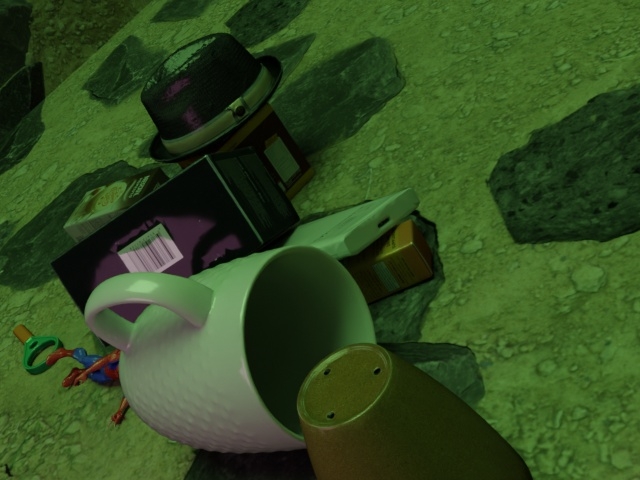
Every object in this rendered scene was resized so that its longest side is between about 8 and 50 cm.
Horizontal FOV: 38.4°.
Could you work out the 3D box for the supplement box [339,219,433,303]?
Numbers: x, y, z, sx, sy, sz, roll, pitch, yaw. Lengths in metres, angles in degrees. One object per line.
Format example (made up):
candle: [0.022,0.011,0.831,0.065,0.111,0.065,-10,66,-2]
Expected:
supplement box: [0.064,0.055,1.509,0.233,0.080,0.078,-27,29,19]

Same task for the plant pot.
plant pot: [0.088,0.243,1.046,0.237,0.254,0.237,-24,33,16]

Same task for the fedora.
fedora: [-0.246,-0.312,1.871,0.334,0.152,0.334,-26,29,16]

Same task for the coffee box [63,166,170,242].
coffee box: [-0.470,-0.071,2.190,0.246,0.098,0.141,-15,36,30]

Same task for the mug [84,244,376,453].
mug: [-0.159,0.149,1.309,0.328,0.374,0.276,-16,52,39]

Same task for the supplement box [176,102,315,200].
supplement box: [-0.154,-0.154,1.902,0.191,0.194,0.129,-47,32,-21]

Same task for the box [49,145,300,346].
box: [-0.245,-0.001,1.651,0.343,0.179,0.312,-33,3,13]

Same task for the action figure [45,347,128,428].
action figure: [-0.416,0.260,1.681,0.280,0.091,0.139,-8,33,39]

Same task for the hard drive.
hard drive: [0.000,0.000,1.575,0.307,0.040,0.203,-18,13,47]

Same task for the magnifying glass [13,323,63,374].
magnifying glass: [-0.622,0.227,1.993,0.092,0.026,0.231,-45,31,-16]
